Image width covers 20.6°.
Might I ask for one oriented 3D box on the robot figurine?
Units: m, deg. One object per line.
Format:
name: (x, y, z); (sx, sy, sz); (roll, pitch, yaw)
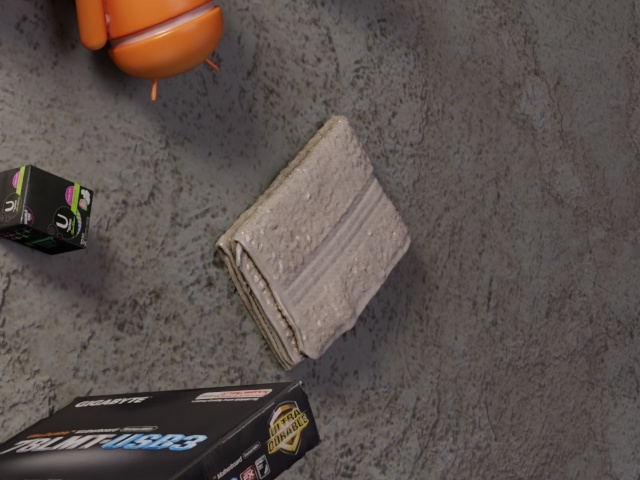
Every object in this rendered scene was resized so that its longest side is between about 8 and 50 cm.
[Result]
robot figurine: (-0.177, -0.256, 1.779); (0.158, 0.128, 0.219); (-65, 135, -71)

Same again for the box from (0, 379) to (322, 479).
box: (-0.198, 0.216, 1.528); (0.293, 0.295, 0.073); (-34, 111, -47)

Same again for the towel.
towel: (0.000, 0.000, 2.002); (0.282, 0.049, 0.187); (-51, 122, -42)

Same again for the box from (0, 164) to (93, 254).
box: (-0.266, -0.028, 1.682); (0.083, 0.052, 0.062); (24, 64, -44)
